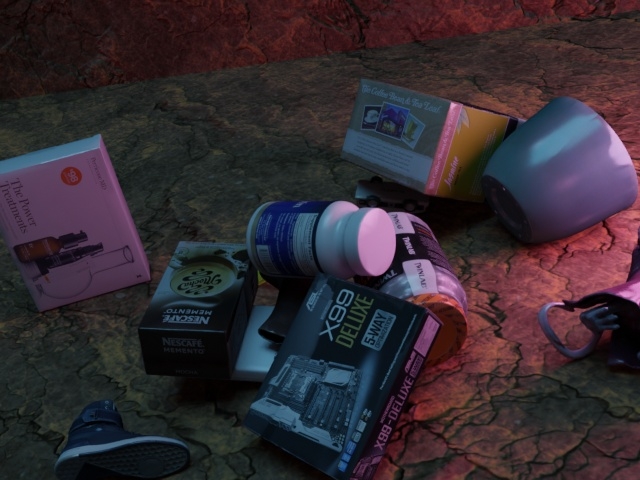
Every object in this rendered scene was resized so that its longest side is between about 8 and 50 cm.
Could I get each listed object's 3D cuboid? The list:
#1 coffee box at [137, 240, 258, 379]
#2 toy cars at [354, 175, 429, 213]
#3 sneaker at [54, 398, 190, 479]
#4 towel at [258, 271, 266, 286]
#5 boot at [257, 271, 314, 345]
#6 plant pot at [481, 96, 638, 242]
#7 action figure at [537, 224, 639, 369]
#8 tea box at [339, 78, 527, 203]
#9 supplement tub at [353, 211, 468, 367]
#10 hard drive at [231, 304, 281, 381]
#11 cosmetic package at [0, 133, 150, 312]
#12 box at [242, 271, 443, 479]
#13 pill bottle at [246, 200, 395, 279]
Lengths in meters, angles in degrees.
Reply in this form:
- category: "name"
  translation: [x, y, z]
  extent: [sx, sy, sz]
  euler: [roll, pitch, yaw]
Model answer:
- category: "coffee box"
  translation: [-0.231, 0.129, 1.455]
  extent: [0.168, 0.118, 0.297]
  euler: [2, 33, 5]
- category: "toy cars"
  translation: [0.095, -0.062, 1.843]
  extent: [0.394, 0.087, 0.176]
  euler: [-21, 44, -22]
- category: "sneaker"
  translation: [-0.344, 0.351, 1.321]
  extent: [0.226, 0.086, 0.163]
  euler: [-2, 22, -5]
- category: "towel"
  translation: [-0.206, 0.100, 1.741]
  extent: [0.237, 0.021, 0.102]
  euler: [-26, 35, -23]
- category: "boot"
  translation: [-0.067, 0.122, 1.486]
  extent: [0.249, 0.090, 0.207]
  euler: [21, 36, 25]
- category: "plant pot"
  translation: [0.503, -0.133, 1.629]
  extent: [0.235, 0.293, 0.293]
  euler: [-32, 34, -5]
- category: "action figure"
  translation: [0.613, 0.094, 1.351]
  extent: [0.276, 0.248, 0.370]
  euler: [-21, 19, 43]
- category: "tea box"
  translation: [0.285, -0.245, 1.819]
  extent: [0.324, 0.219, 0.329]
  euler: [5, 16, -38]
- category: "supplement tub"
  translation: [0.171, 0.093, 1.451]
  extent: [0.194, 0.193, 0.316]
  euler: [-14, 31, -2]
- category: "hard drive"
  translation: [-0.137, 0.203, 1.483]
  extent: [0.308, 0.040, 0.203]
  euler: [2, 33, 7]
- category: "cosmetic package"
  translation: [-0.600, -0.035, 1.756]
  extent: [0.285, 0.377, 0.097]
  euler: [-18, 32, -8]
- category: "box"
  translation: [0.035, 0.228, 1.249]
  extent: [0.243, 0.076, 0.307]
  euler: [18, 76, 39]
- category: "pill bottle"
  translation: [0.000, 0.000, 1.408]
  extent: [0.265, 0.153, 0.153]
  euler: [2, 33, 37]
